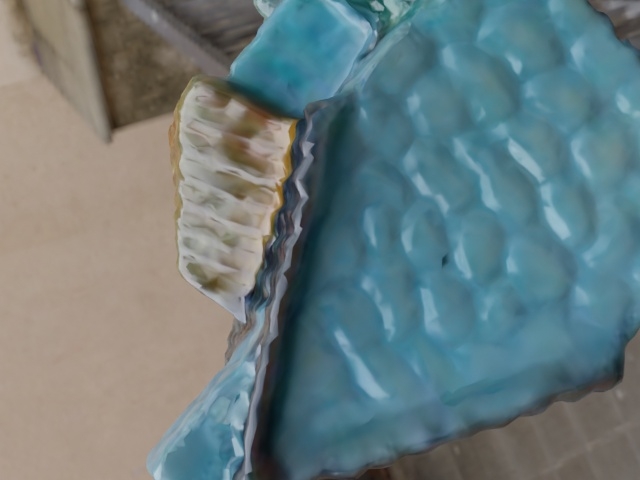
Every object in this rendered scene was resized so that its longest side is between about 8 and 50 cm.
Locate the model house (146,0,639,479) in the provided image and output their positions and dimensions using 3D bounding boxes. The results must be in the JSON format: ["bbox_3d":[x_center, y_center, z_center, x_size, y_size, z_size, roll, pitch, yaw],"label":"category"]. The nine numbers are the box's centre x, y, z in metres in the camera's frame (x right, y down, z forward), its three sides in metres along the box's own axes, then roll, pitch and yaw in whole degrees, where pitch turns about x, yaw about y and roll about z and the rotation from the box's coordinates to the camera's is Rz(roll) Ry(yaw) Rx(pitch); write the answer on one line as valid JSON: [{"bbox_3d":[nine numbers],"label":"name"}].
[{"bbox_3d":[0.000,0.000,0.571,0.226,0.241,0.261,42,172,-1],"label":"model house"}]
